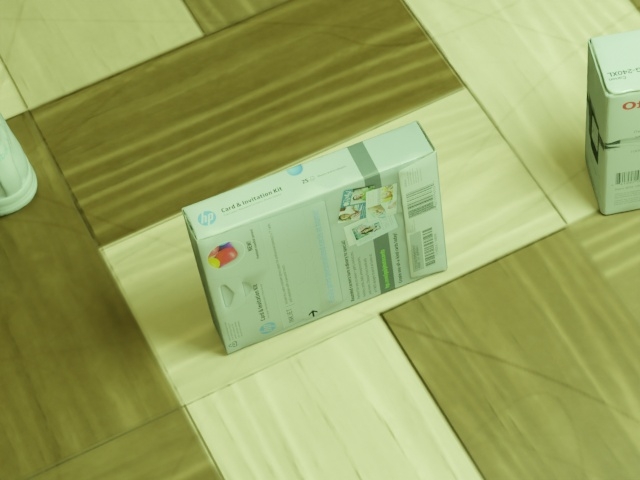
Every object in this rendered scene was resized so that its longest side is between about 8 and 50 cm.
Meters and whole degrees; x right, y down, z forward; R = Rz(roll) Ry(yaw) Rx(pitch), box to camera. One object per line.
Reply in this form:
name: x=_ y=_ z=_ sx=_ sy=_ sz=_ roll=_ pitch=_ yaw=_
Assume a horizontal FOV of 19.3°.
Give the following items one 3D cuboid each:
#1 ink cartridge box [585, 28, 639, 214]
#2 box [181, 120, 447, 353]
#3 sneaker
ink cartridge box: x=0.262 y=-0.095 z=1.436 sx=0.109 sy=0.150 sz=0.063 roll=-10 pitch=54 yaw=-1
box: x=0.000 y=0.000 z=1.403 sx=0.186 sy=0.145 sz=0.038 roll=-22 pitch=52 yaw=-8
sneaker: x=-0.308 y=-0.116 z=1.555 sx=0.080 sy=0.094 sz=0.212 roll=-37 pitch=58 yaw=-17
